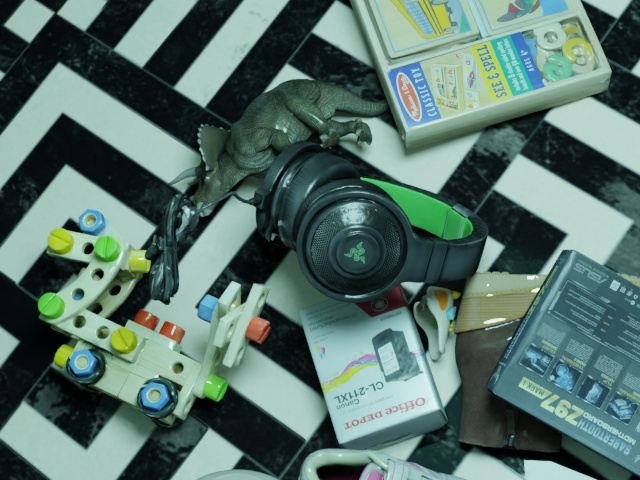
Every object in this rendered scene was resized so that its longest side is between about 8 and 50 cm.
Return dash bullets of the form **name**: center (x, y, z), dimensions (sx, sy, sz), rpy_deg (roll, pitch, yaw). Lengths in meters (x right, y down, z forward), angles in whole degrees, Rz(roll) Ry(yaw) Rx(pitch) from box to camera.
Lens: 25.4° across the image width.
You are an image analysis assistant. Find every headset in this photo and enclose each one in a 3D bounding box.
- **headset**: center (0.000, 0.000, 1.625), dimensions (0.243, 0.394, 0.185), rpy_deg (41, 121, 56)

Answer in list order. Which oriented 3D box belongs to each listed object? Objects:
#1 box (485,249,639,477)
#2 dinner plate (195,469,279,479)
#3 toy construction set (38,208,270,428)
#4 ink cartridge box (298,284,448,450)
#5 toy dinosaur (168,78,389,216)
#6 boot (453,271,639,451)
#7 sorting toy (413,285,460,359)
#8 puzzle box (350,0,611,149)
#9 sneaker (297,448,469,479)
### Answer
- **box**: center (0.328, 0.144, 1.570), dimensions (0.232, 0.059, 0.183), rpy_deg (29, 88, -1)
- **dinner plate**: center (-0.097, 0.302, 1.633), dimensions (0.141, 0.017, 0.141), rpy_deg (1, 28, -1)
- **toy construction set**: center (-0.206, 0.097, 1.723), dimensions (0.327, 0.151, 0.215), rpy_deg (19, 74, 29)
- **ink cartridge box**: center (0.062, 0.149, 1.675), dimensions (0.127, 0.072, 0.175), rpy_deg (-20, 66, 4)
- **toy dinosaur**: center (-0.040, -0.145, 1.780), dimensions (0.313, 0.121, 0.160), rpy_deg (-40, 55, -10)
- **boot**: center (0.279, 0.141, 1.643), dimensions (0.248, 0.090, 0.207), rpy_deg (0, 82, 10)
- **sorting toy**: center (0.139, 0.101, 1.682), dimensions (0.045, 0.083, 0.075), rpy_deg (4, 74, -6)
- **puzzle box**: center (0.172, -0.334, 1.825), dimensions (0.272, 0.052, 0.409), rpy_deg (-17, 66, -4)
- **sneaker**: center (0.083, 0.296, 1.594), dimensions (0.252, 0.111, 0.103), rpy_deg (8, 71, 15)
